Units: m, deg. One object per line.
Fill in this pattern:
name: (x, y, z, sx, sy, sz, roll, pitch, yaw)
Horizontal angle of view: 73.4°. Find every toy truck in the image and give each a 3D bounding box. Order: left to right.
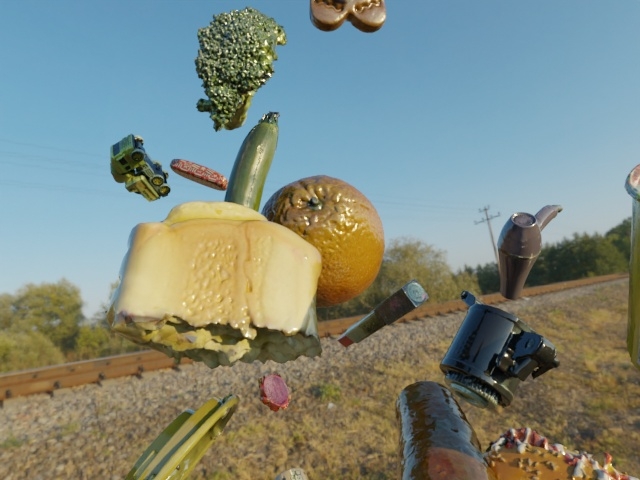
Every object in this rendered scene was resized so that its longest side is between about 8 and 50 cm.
toy truck: (-0.500, -0.187, 1.174, 0.116, 0.085, 0.191, -26, -40, -1)

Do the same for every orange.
orange: (0.000, 0.000, 1.067, 0.321, 0.322, 0.357, -7, -32, -2)

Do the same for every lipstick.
lipstick: (0.122, 0.182, 0.961, 0.051, 0.051, 0.312, -28, -14, -40)

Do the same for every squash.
squash: (-0.152, -0.164, 0.965, 0.087, 0.332, 0.087, 12, -22, 5)

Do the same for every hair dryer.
hair dryer: (0.681, -0.008, 1.359, 0.361, 0.301, 0.121, -36, 45, -28)

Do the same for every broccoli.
broccoli: (-0.235, -0.513, 1.303, 0.353, 0.275, 0.397, -44, 0, 6)

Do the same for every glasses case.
glasses case: (-0.379, -0.211, 1.359, 0.194, 0.049, 0.073, 21, -14, 6)

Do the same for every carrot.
carrot: (0.154, 0.302, 0.541, 0.138, 0.139, 0.302, -8, 21, 8)

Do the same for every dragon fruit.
dragon fruit: (-0.154, 0.483, 1.351, 0.068, 0.112, 0.126, -35, -32, 29)

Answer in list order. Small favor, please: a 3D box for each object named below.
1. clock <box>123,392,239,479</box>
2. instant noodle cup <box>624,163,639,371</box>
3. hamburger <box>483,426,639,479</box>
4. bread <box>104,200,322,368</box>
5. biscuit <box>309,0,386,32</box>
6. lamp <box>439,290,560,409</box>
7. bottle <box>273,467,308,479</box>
clock: (-0.206, 0.300, 0.591, 0.057, 0.237, 0.237, 36, -3, 9)
instant noodle cup: (0.421, 0.041, 0.393, 0.264, 0.200, 0.264, -7, 22, 3)
hamburger: (0.323, 0.377, 0.535, 0.295, 0.152, 0.227, 19, 42, 40)
bread: (-0.156, 0.076, 0.685, 0.315, 0.270, 0.211, 8, -38, -17)
biscuit: (0.034, -0.438, 0.677, 0.179, 0.237, 0.039, -5, -12, -8)
lamp: (0.462, 0.326, 1.211, 0.205, 0.272, 0.374, 39, 1, -8)
bottle: (-0.052, 0.630, 1.011, 0.098, 0.099, 0.152, -4, 30, -21)
